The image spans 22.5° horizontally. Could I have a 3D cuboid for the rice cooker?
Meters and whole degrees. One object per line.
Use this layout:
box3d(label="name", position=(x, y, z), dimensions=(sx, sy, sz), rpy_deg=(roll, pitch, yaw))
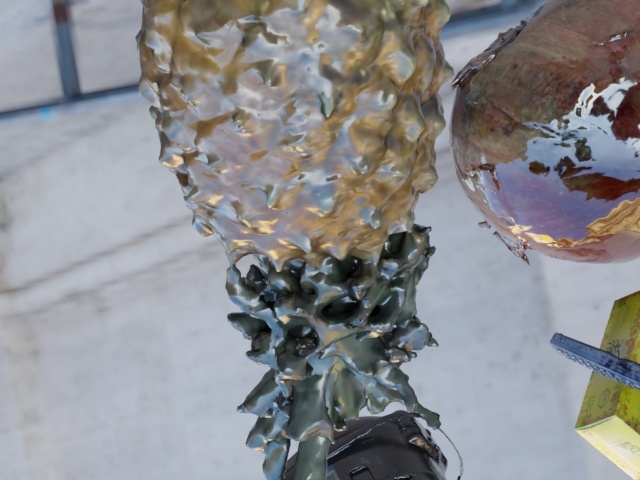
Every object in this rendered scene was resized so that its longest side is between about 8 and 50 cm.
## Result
box3d(label="rice cooker", position=(0.035, 0.240, 1.431), dimensions=(0.203, 0.118, 0.142), rpy_deg=(-38, 128, 4))

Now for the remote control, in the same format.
box3d(label="remote control", position=(0.294, 0.126, 1.560), dimensions=(0.152, 0.027, 0.043), rpy_deg=(21, 177, 34))

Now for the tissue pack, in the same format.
box3d(label="tissue pack", position=(0.332, 0.143, 1.643), dimensions=(0.062, 0.095, 0.176), rpy_deg=(-29, -153, 46))

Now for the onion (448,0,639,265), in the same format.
box3d(label="onion", position=(0.317, -0.127, 1.895), dimensions=(0.353, 0.354, 0.353), rpy_deg=(-11, 173, -1))

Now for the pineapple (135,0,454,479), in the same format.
box3d(label="pineapple", position=(0.000, 0.000, 0.840), dimensions=(0.169, 0.340, 0.169), rpy_deg=(-6, -154, 3))
